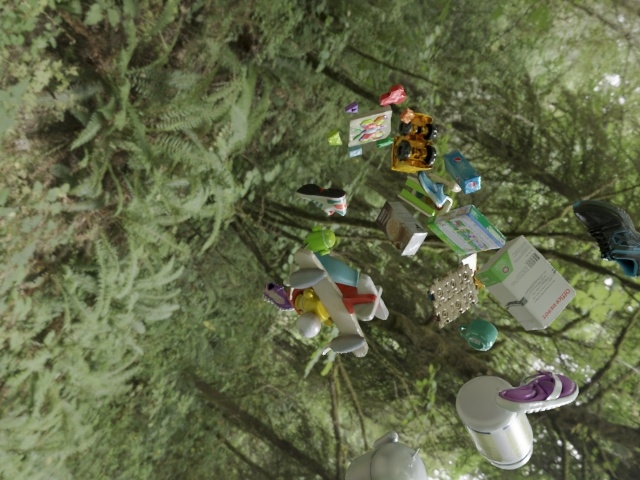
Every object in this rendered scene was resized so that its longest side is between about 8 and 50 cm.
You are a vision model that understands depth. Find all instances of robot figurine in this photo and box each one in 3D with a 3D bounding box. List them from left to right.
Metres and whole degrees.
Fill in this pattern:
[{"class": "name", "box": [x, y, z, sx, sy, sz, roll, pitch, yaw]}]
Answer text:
[{"class": "robot figurine", "box": [0.000, 0.000, 1.579, 0.115, 0.101, 0.067, -17, -179, 16]}, {"class": "robot figurine", "box": [0.216, 0.803, 1.530, 0.353, 0.199, 0.300, -51, -156, 42]}]

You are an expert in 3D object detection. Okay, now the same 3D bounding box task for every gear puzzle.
[{"class": "gear puzzle", "box": [0.507, 0.176, 1.683, 0.338, 0.176, 0.044, -23, -169, -34]}]

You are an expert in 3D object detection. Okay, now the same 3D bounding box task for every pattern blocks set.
[{"class": "pattern blocks set", "box": [0.160, -0.362, 1.460, 0.285, 0.026, 0.325, -19, 164, 12]}]

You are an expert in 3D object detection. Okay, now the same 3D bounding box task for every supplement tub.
[{"class": "supplement tub", "box": [0.694, 0.722, 1.805, 0.235, 0.325, 0.235, -23, -152, 14]}]

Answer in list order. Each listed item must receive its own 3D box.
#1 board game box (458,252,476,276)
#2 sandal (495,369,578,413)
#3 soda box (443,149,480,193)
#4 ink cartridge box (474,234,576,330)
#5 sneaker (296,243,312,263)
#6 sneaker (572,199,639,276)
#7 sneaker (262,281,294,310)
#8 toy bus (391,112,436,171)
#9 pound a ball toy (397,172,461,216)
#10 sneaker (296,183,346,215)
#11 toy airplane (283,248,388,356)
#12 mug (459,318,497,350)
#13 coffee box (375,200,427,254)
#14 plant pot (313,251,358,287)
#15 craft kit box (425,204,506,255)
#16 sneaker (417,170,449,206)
[{"class": "board game box", "box": [0.779, 0.142, 2.421, 0.103, 0.026, 0.154, -24, 124, -22]}, {"class": "sandal", "box": [0.804, 0.530, 1.661, 0.415, 0.169, 0.103, -4, 99, -37]}, {"class": "soda box", "box": [0.584, -0.286, 1.893, 0.210, 0.067, 0.071, -107, 177, -48]}, {"class": "ink cartridge box", "box": [0.724, 0.152, 1.620, 0.198, 0.273, 0.115, -40, 174, -17]}, {"class": "sneaker", "box": [-0.070, 0.048, 2.036, 0.051, 0.070, 0.135, 127, -23, -73]}, {"class": "sneaker", "box": [1.001, -0.011, 1.563, 0.140, 0.340, 0.125, -55, -176, -11]}, {"class": "sneaker", "box": [-0.207, 0.284, 2.358, 0.095, 0.236, 0.105, -15, 118, -48]}, {"class": "toy bus", "box": [0.358, -0.381, 1.859, 0.211, 0.149, 0.221, 166, -72, -71]}, {"class": "pound a ball toy", "box": [0.571, -0.243, 2.334, 0.135, 0.319, 0.208, 12, 110, -38]}, {"class": "sneaker", "box": [0.002, -0.104, 1.226, 0.057, 0.161, 0.076, -44, 133, -37]}, {"class": "toy airplane", "box": [0.036, 0.237, 1.594, 0.272, 0.386, 0.384, -44, 166, -29]}, {"class": "mug", "box": [0.721, 0.442, 2.097, 0.097, 0.129, 0.157, -45, -175, -36]}, {"class": "coffee box", "box": [0.388, -0.064, 2.222, 0.098, 0.247, 0.141, -4, 133, -34]}, {"class": "plant pot", "box": [0.050, 0.209, 2.343, 0.271, 0.255, 0.272, -165, -90, -82]}, {"class": "craft kit box", "box": [0.637, -0.039, 2.015, 0.246, 0.249, 0.061, -20, -142, 53]}, {"class": "sneaker", "box": [0.433, -0.209, 1.756, 0.073, 0.162, 0.063, -38, -166, 13]}]
